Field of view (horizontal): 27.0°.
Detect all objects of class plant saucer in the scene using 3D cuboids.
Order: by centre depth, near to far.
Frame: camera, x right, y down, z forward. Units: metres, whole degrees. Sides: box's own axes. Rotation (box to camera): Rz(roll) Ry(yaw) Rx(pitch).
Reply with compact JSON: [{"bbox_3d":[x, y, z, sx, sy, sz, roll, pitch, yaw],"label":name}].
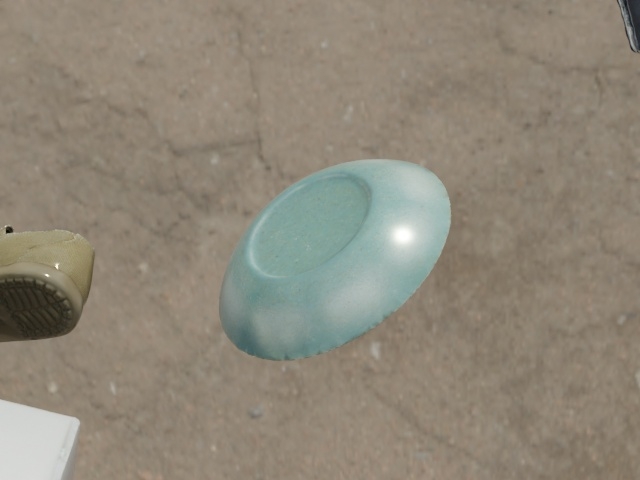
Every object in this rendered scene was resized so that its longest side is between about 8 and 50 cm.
[{"bbox_3d":[0.000,0.000,0.969,0.195,0.037,0.195,-22,38,19],"label":"plant saucer"}]

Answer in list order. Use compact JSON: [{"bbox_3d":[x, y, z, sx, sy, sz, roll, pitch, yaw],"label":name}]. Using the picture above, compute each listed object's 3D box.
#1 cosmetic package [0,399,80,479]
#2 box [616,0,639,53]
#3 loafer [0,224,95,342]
[{"bbox_3d":[-0.451,0.221,1.133,0.454,0.230,0.161,15,45,-2],"label":"cosmetic package"},{"bbox_3d":[0.268,-0.164,0.664,0.207,0.153,0.108,-21,73,37],"label":"box"},{"bbox_3d":[-0.171,0.024,0.678,0.148,0.056,0.050,0,34,31],"label":"loafer"}]
